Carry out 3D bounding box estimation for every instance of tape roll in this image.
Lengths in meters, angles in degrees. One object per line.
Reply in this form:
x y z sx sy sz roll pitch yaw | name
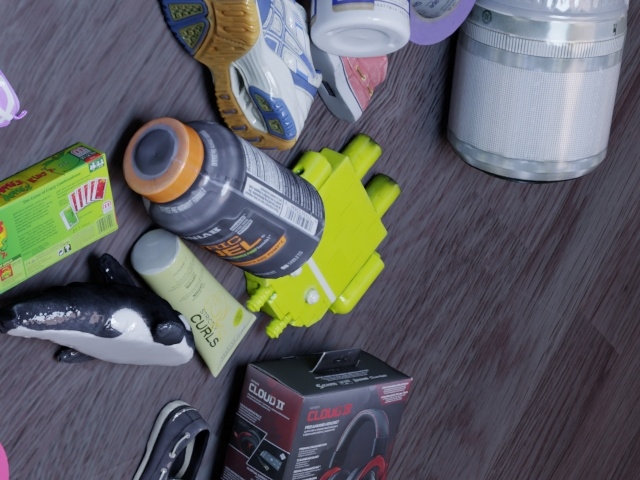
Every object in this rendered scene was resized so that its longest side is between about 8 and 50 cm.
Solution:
0.118 -0.340 1.606 0.189 0.080 0.189 -27 129 -39 | tape roll

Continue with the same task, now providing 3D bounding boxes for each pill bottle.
-0.109 -0.052 1.450 0.245 0.130 0.130 31 85 -52 | pill bottle
0.044 -0.309 1.465 0.112 0.112 0.187 18 68 -53 | pill bottle

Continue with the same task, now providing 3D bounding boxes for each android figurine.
0.000 0.000 1.674 0.273 0.056 0.248 -51 141 -20 | android figurine

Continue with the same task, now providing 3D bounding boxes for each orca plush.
-0.247 0.067 1.402 0.287 0.151 0.102 9 66 -38 | orca plush

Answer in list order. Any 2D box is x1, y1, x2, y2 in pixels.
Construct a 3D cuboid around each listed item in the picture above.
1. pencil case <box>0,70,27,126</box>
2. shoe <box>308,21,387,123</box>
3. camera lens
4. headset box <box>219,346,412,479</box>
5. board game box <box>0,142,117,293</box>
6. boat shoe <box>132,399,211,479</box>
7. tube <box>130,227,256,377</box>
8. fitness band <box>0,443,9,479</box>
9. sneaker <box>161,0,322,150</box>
-0.363 -0.088 1.156 0.206 0.086 0.088 -43 104 -25 | pencil case
0.026 -0.222 1.578 0.081 0.063 0.178 -55 147 -16 | shoe
0.288 -0.228 1.756 0.219 0.219 0.274 -22 125 -43 | camera lens
-0.011 0.274 1.712 0.218 0.110 0.293 -2 111 -48 | headset box
-0.292 -0.018 1.318 0.181 0.043 0.092 -33 132 -36 | board game box
-0.185 0.301 1.607 0.075 0.065 0.206 4 107 -51 | boat shoe
-0.143 0.071 1.540 0.070 0.062 0.240 -21 143 7 | tube
-0.429 0.266 1.261 0.291 0.054 0.209 -11 119 -49 | fitness band
-0.080 -0.240 1.424 0.131 0.111 0.296 -61 149 -33 | sneaker
